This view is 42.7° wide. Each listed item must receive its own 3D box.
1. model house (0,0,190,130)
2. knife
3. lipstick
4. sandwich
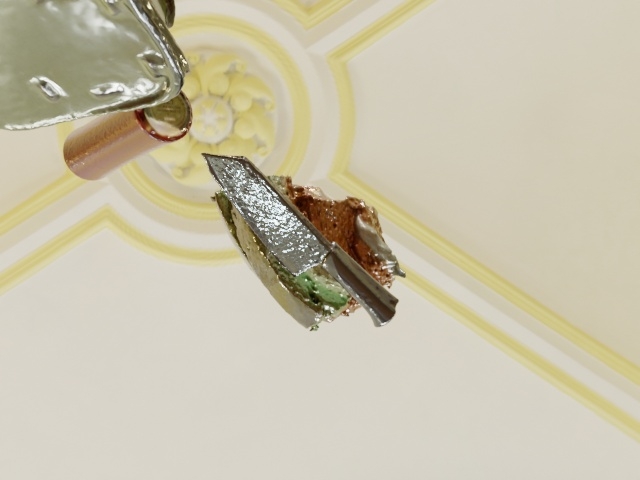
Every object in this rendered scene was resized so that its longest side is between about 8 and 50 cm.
[{"bbox_3d":[-0.229,-0.266,0.665,0.205,0.218,0.279,-9,-118,10],"label":"model house"},{"bbox_3d":[-0.022,0.001,0.738,0.060,0.028,0.230,-34,-70,32],"label":"knife"},{"bbox_3d":[-0.252,-0.136,1.048,0.080,0.241,0.080,8,-103,-36],"label":"lipstick"},{"bbox_3d":[-0.006,-0.007,0.849,0.160,0.109,0.185,-32,-93,-23],"label":"sandwich"}]
